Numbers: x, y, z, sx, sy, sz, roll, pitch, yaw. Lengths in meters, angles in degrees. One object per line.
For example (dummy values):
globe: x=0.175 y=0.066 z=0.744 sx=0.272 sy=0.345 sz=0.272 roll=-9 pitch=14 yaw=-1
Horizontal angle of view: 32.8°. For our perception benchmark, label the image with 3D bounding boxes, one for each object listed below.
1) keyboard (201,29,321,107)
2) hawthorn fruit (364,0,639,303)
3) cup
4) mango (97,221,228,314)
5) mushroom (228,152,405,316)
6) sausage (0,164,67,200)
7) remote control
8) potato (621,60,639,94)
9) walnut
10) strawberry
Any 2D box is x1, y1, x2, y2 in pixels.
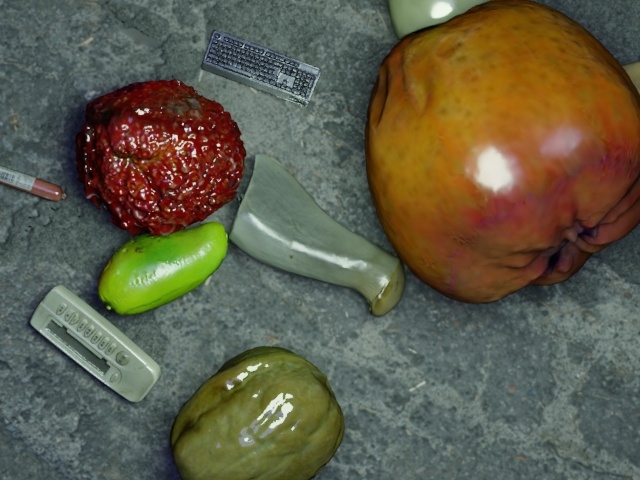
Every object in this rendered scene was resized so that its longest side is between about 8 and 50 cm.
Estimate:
keyboard: x=-0.101 y=-0.294 z=1.857 sx=0.196 sy=0.015 sz=0.074 roll=21 pitch=87 yaw=-2
hawthorn fruit: x=0.272 y=-0.140 z=1.688 sx=0.471 sy=0.472 sz=0.472 roll=0 pitch=87 yaw=-4
cup: x=0.227 y=-0.457 z=1.807 sx=0.255 sy=0.173 sz=0.202 roll=-12 pitch=90 yaw=-4
mango: x=-0.258 y=0.038 z=1.781 sx=0.233 sy=0.111 sz=0.125 roll=-32 pitch=82 yaw=-10
mushroom: x=0.000 y=0.000 z=1.798 sx=0.328 sy=0.122 sz=0.159 roll=30 pitch=94 yaw=-3
sausage: x=-0.528 y=-0.109 z=1.812 sx=0.223 sy=0.029 sz=0.029 roll=20 pitch=86 yaw=-3
remote control: x=-0.367 y=0.171 z=1.796 sx=0.230 sy=0.049 sz=0.090 roll=39 pitch=115 yaw=-2
potato: x=0.585 y=-0.235 z=1.844 sx=0.234 sy=0.128 sz=0.161 roll=34 pitch=82 yaw=4
walnut: x=-0.100 y=0.301 z=1.728 sx=0.283 sy=0.227 sz=0.283 roll=-13 pitch=122 yaw=-21
strawberry: x=-0.267 y=-0.140 z=1.732 sx=0.274 sy=0.220 sz=0.274 roll=-2 pitch=79 yaw=10
